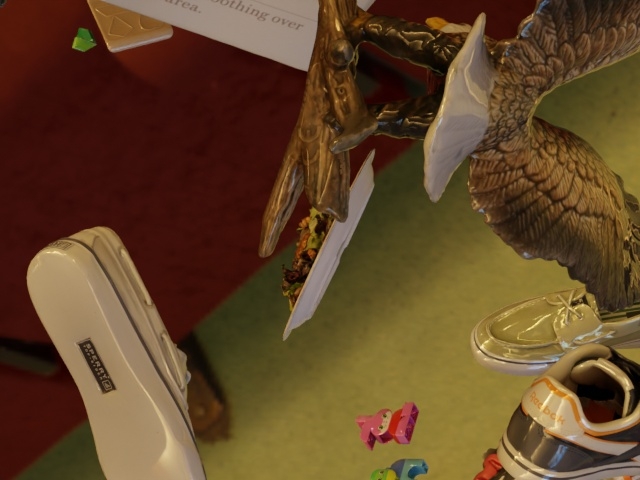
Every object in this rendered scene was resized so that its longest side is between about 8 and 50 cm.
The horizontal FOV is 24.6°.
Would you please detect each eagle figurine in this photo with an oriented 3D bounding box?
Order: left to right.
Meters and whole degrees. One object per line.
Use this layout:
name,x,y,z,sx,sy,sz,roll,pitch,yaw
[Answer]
eagle figurine,0.129,-0.090,0.914,0.226,0.298,0.225,125,146,-56

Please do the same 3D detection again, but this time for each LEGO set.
LEGO set,0.053,0.303,1.685,0.093,0.087,0.227,-4,47,29

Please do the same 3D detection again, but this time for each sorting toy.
sorting toy,-0.171,-0.183,1.223,0.012,0.083,0.062,104,145,-60

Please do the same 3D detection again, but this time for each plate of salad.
plate of salad,0.000,0.000,1.379,0.048,0.200,0.200,26,99,3

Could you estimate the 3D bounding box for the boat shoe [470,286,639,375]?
boat shoe,0.342,0.096,1.909,0.302,0.094,0.109,-11,53,-1

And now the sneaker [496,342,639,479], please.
sneaker,0.339,0.187,1.644,0.126,0.321,0.127,40,122,34

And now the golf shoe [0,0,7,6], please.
golf shoe,-0.317,-0.277,1.199,0.094,0.077,0.198,-18,105,17

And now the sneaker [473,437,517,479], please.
sneaker,0.202,0.353,1.764,0.276,0.097,0.135,-40,42,-23

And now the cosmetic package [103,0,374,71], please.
cosmetic package,-0.052,-0.393,1.029,0.394,0.329,0.327,-45,37,46

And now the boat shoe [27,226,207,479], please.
boat shoe,-0.152,0.115,1.225,0.096,0.088,0.267,-23,97,37

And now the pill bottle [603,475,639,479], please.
pill bottle,0.426,0.265,1.834,0.152,0.086,0.086,-22,66,-4
